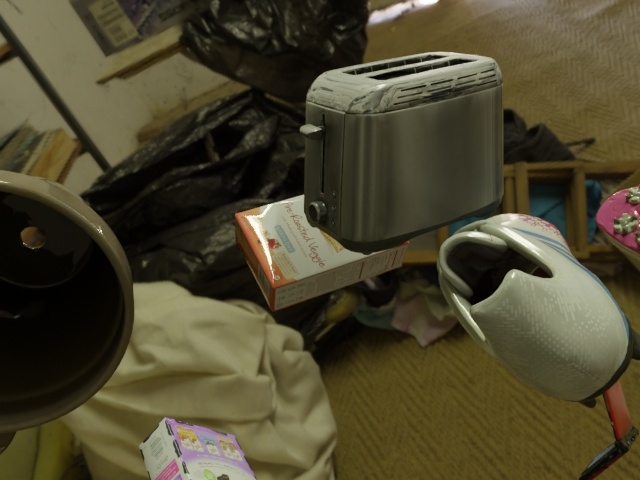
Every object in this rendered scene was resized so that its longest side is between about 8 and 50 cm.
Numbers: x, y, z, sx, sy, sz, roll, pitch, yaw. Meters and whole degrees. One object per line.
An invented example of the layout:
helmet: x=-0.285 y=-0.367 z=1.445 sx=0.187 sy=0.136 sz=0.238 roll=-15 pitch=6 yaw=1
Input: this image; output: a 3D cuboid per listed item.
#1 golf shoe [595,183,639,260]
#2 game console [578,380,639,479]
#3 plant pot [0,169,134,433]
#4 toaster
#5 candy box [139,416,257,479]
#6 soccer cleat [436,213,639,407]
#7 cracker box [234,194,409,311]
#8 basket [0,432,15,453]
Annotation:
golf shoe: x=0.442 y=0.028 z=0.615 sx=0.115 sy=0.140 sz=0.306 roll=-50 pitch=41 yaw=-14
game console: x=0.419 y=0.281 z=0.887 sx=0.124 sy=0.144 sz=0.085 roll=-51 pitch=61 yaw=19
plant pot: x=-0.409 y=0.037 z=0.791 sx=0.323 sy=0.323 sz=0.280 roll=-30 pitch=25 yaw=-1
toaster: x=0.087 y=-0.091 z=0.561 sx=0.227 sy=0.146 sz=0.129 roll=-17 pitch=29 yaw=-24
candy box: x=-0.169 y=0.379 z=0.904 sx=0.070 sy=0.165 sz=0.196 roll=-48 pitch=45 yaw=6
soccer cleat: x=0.167 y=0.020 z=0.553 sx=0.116 sy=0.143 sz=0.331 roll=-53 pitch=10 yaw=12
cracker box: x=0.000 y=0.000 z=0.937 sx=0.232 sy=0.067 sz=0.155 roll=-18 pitch=54 yaw=-21
basket: x=-0.578 y=0.291 z=0.866 sx=0.154 sy=0.204 sz=0.227 roll=17 pitch=10 yaw=3
